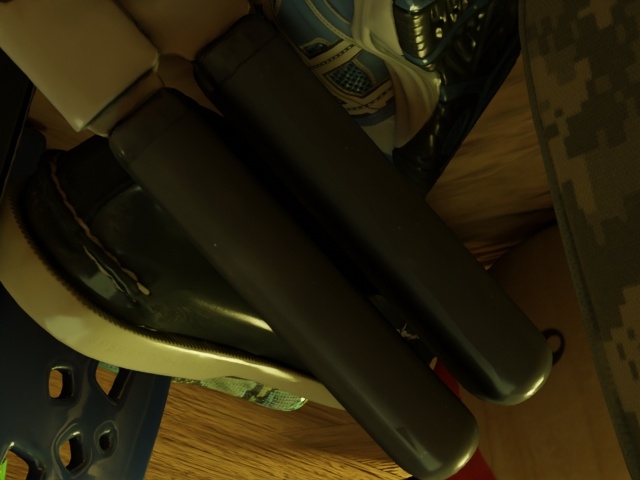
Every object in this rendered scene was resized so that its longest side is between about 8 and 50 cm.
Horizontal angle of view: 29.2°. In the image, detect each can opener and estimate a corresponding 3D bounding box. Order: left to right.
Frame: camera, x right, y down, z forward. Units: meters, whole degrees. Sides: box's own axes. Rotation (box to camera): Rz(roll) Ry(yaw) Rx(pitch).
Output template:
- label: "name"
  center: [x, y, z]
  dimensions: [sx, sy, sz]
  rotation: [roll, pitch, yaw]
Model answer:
- label: "can opener"
  center: [-0.029, -0.040, 0.395]
  dimensions: [0.283, 0.076, 0.095]
  rotation: [48, 169, -5]

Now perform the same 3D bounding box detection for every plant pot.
- label: "plant pot"
  center: [-0.237, 0.061, 0.711]
  dimensions: [0.235, 0.236, 0.212]
  rotation: [0, 149, 23]

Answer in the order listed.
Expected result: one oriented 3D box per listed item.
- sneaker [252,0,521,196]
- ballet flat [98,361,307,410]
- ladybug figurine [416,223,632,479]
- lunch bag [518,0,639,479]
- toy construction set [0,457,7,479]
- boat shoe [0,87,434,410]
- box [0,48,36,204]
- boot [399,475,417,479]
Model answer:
- label: "sneaker"
  center: [0.025, -0.085, 0.458]
  dimensions: [0.081, 0.080, 0.211]
  rotation: [29, 164, 18]
- label: "ballet flat"
  center: [-0.088, 0.072, 0.903]
  dimensions: [0.188, 0.070, 0.070]
  rotation: [14, 158, -15]
- label: "ladybug figurine"
  center: [0.176, 0.185, 0.720]
  dimensions: [0.305, 0.162, 0.449]
  rotation: [27, 144, 31]
- label: "lunch bag"
  center: [0.234, -0.037, 0.282]
  dimensions: [0.256, 0.213, 0.305]
  rotation: [-6, 169, -34]
- label: "toy construction set"
  center: [-0.449, 0.104, 1.017]
  dimensions: [0.308, 0.237, 0.257]
  rotation: [18, -166, 29]
- label: "boat shoe"
  center: [-0.002, -0.003, 0.587]
  dimensions: [0.113, 0.127, 0.340]
  rotation: [-45, 148, 18]
- label: "box"
  center: [-0.217, -0.058, 0.504]
  dimensions: [0.207, 0.153, 0.108]
  rotation: [-12, 148, 42]
- label: "boot"
  center: [0.145, 0.307, 1.152]
  dimensions: [0.338, 0.118, 0.222]
  rotation: [-13, -172, 27]
